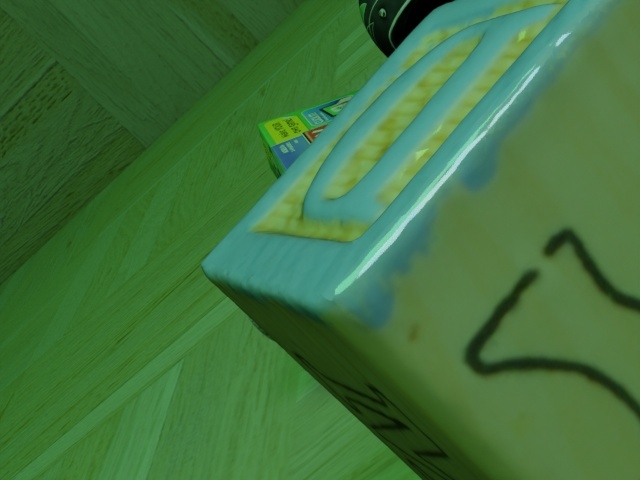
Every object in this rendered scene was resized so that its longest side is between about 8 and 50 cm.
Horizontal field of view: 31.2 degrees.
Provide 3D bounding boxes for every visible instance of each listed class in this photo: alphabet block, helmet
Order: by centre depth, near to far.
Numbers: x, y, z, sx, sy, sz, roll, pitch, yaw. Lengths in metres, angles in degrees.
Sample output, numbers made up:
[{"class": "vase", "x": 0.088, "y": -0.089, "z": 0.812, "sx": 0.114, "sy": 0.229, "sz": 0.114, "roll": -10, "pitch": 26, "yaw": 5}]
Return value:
[{"class": "alphabet block", "x": 0.096, "y": 0.016, "z": 0.509, "sx": 0.192, "sy": 0.197, "sz": 0.193, "roll": -47, "pitch": 16, "yaw": -9}, {"class": "helmet", "x": 0.117, "y": -0.245, "z": 1.159, "sx": 0.169, "sy": 0.161, "sz": 0.169, "roll": -41, "pitch": 17, "yaw": 15}]

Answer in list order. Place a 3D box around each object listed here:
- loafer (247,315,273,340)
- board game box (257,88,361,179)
[{"class": "loafer", "x": 0.000, "y": 0.000, "z": 0.969, "sx": 0.111, "sy": 0.112, "sz": 0.319, "roll": -42, "pitch": 8, "yaw": 29}, {"class": "board game box", "x": 0.080, "y": -0.064, "z": 0.819, "sx": 0.213, "sy": 0.046, "sz": 0.317, "roll": -19, "pitch": 20, "yaw": -5}]
